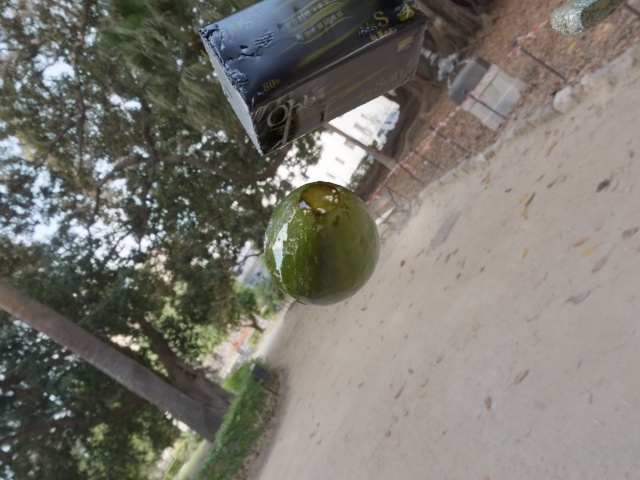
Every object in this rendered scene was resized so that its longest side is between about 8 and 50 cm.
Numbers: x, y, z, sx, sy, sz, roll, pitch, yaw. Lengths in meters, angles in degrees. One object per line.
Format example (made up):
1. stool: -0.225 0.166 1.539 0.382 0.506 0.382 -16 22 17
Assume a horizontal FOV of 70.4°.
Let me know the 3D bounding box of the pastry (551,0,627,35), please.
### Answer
1. pastry: 0.659 -0.577 1.046 0.258 0.089 0.121 -40 39 3

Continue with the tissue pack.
1. tissue pack: -0.015 -0.344 0.860 0.370 0.210 0.198 -30 -13 -7

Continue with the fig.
1. fig: 0.000 0.000 0.951 0.258 0.258 0.326 -56 -12 -17
